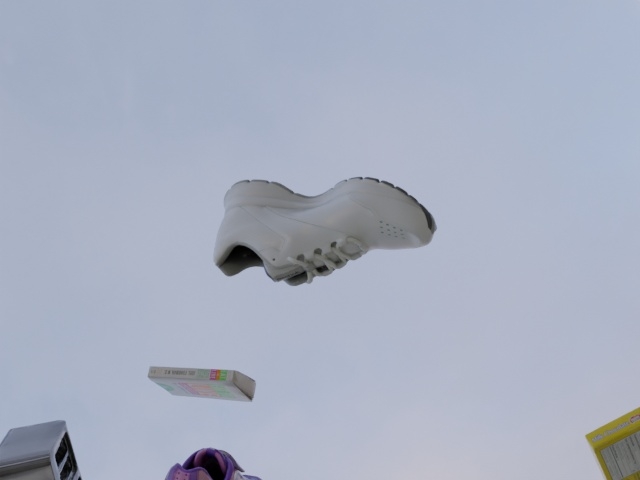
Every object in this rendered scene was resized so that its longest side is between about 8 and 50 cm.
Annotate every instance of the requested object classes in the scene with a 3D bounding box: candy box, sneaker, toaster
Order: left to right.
[{"bbox_3d":[-0.422,0.375,1.382,0.110,0.185,0.168,-14,-80,-2],"label":"toaster"},{"bbox_3d":[-0.119,0.294,1.093,0.236,0.095,0.104,15,-103,-70],"label":"sneaker"},{"bbox_3d":[0.000,0.000,1.140,0.111,0.297,0.129,55,-137,-44],"label":"sneaker"},{"bbox_3d":[0.355,0.247,0.982,0.105,0.027,0.206,-30,-54,2],"label":"candy box"}]

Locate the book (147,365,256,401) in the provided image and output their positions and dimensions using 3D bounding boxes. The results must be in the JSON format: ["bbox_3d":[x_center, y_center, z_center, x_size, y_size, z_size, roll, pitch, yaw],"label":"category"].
[{"bbox_3d":[-0.187,0.223,1.468,0.096,0.144,0.035,55,-141,-59],"label":"book"}]
